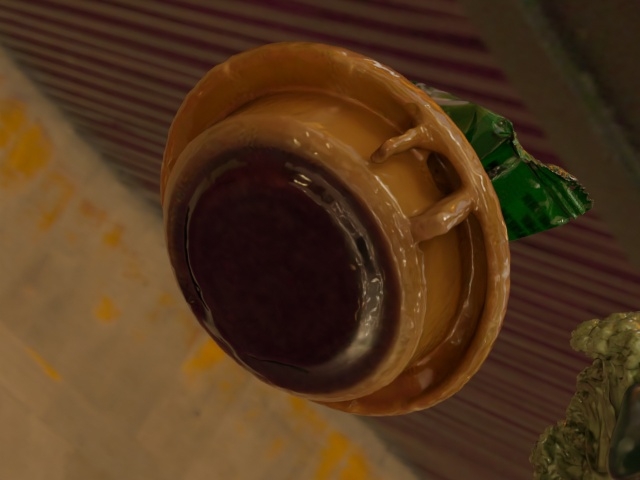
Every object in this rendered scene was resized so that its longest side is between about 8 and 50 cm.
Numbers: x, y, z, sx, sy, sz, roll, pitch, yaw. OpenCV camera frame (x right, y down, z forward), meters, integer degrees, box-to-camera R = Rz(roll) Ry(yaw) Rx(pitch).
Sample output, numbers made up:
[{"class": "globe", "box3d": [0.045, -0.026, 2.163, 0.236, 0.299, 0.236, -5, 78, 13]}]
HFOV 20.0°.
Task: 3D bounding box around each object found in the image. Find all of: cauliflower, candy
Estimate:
[{"class": "cauliflower", "box3d": [0.245, 0.199, 1.322, 0.250, 0.272, 0.275, -39, 147, -13]}, {"class": "candy", "box3d": [0.063, -0.050, 1.182, 0.078, 0.203, 0.141, -61, 146, -27]}]

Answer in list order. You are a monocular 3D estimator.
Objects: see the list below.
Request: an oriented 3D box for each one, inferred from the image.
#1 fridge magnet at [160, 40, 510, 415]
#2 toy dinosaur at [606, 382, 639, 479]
[{"class": "fridge magnet", "box3d": [0.000, 0.000, 0.636, 0.063, 0.143, 0.143, -37, 127, -49]}, {"class": "toy dinosaur", "box3d": [0.075, 0.041, 0.299, 0.079, 0.120, 0.292, 13, 71, -62]}]
